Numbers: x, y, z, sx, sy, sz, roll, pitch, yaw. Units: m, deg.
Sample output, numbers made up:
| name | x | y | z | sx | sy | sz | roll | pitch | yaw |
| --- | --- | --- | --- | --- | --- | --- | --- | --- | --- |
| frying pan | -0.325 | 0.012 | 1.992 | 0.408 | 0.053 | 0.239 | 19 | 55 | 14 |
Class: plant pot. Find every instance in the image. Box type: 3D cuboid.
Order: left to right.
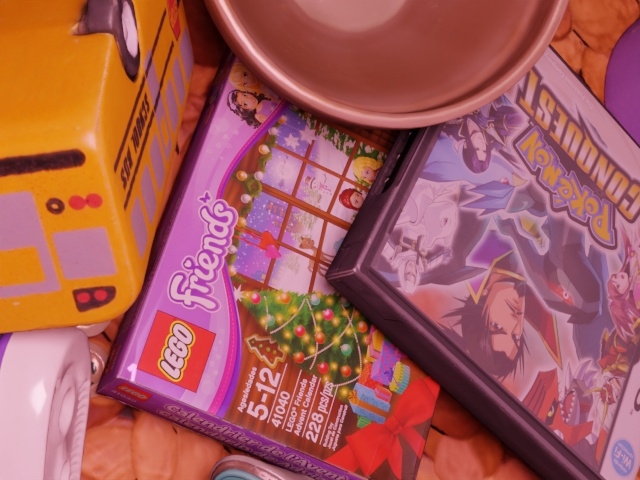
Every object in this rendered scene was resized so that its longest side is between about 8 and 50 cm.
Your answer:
| name | x | y | z | sx | sy | sz | roll | pitch | yaw |
| --- | --- | --- | --- | --- | --- | --- | --- | --- | --- |
| plant pot | 0.030 | -0.185 | 0.826 | 0.237 | 0.110 | 0.237 | 0 | 92 | -15 |

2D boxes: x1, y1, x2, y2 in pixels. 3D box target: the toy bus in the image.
| name | x | y | z | sx | sy | sz | roll | pitch | yaw |
| --- | --- | --- | --- | --- | --- | --- | --- | --- | --- |
| toy bus | -0.138 | -0.098 | 0.741 | 0.108 | 0.333 | 0.130 | -8 | 122 | 6 |

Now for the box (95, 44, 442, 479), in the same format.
| name | x | y | z | sx | sy | sz | roll | pitch | yaw |
| --- | --- | --- | --- | --- | --- | --- | --- | --- | --- |
| box | 0.000 | 0.000 | 0.866 | 0.201 | 0.057 | 0.293 | 24 | 65 | -16 |

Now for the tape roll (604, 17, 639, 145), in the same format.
| name | x | y | z | sx | sy | sz | roll | pitch | yaw |
| --- | --- | --- | --- | --- | --- | --- | --- | --- | --- |
| tape roll | 0.320 | -0.109 | 1.028 | 0.189 | 0.080 | 0.189 | 7 | 72 | -21 |

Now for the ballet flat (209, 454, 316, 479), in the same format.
| name | x | y | z | sx | sy | sz | roll | pitch | yaw |
| --- | --- | --- | --- | --- | --- | --- | --- | --- | --- |
| ballet flat | 0.017 | 0.200 | 0.826 | 0.213 | 0.072 | 0.068 | 46 | 36 | -6 |

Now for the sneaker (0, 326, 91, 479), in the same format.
| name | x | y | z | sx | sy | sz | roll | pitch | yaw |
| --- | --- | --- | --- | --- | --- | --- | --- | --- | --- |
| sneaker | -0.259 | 0.172 | 0.692 | 0.236 | 0.130 | 0.323 | 10 | 92 | 3 |

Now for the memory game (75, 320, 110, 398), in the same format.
| name | x | y | z | sx | sy | sz | roll | pitch | yaw |
| --- | --- | --- | --- | --- | --- | --- | --- | --- | --- |
| memory game | -0.211 | 0.055 | 0.789 | 0.186 | 0.012 | 0.186 | 6 | 73 | -22 |

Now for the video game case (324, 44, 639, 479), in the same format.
| name | x | y | z | sx | sy | sz | roll | pitch | yaw |
| --- | --- | --- | --- | --- | --- | --- | --- | --- | --- |
| video game case | 0.152 | 0.010 | 0.896 | 0.275 | 0.035 | 0.248 | 43 | 57 | -24 |
